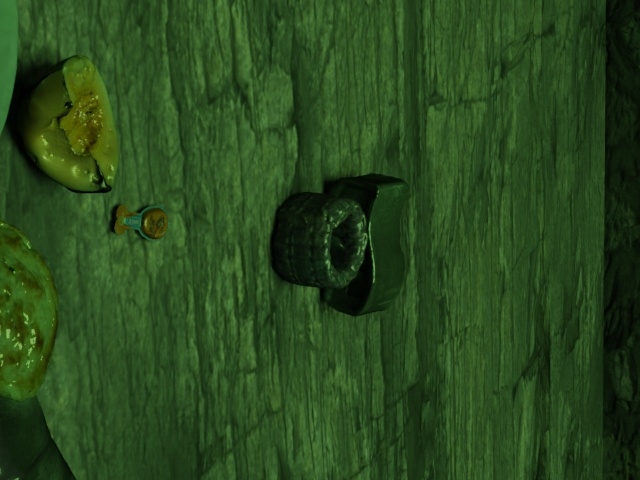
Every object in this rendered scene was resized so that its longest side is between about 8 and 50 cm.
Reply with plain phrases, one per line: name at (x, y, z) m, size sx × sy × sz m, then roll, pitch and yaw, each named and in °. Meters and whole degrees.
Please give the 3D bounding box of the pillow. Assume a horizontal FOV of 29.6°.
pillow at (-0.349, 0.226, 1.277) m, size 0.186 × 0.106 × 0.250 m, roll -51°, pitch 131°, yaw -51°

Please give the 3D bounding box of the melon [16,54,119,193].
melon at (-0.284, -0.137, 1.369) m, size 0.128 × 0.079 × 0.160 m, roll -75°, pitch 153°, yaw -52°

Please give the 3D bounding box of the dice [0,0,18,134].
dice at (-0.415, -0.161, 0.935) m, size 0.264 × 0.268 × 0.263 m, roll 12°, pitch 85°, yaw -59°

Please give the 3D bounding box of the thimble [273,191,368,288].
thimble at (0.001, 0.000, 1.853) m, size 0.150 × 0.097 × 0.150 m, roll -19°, pitch 112°, yaw -58°

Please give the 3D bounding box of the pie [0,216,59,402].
pie at (-0.361, 0.056, 1.205) m, size 0.248 × 0.090 × 0.201 m, roll 35°, pitch 39°, yaw -40°

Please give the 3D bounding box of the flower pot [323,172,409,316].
flower pot at (0.071, 0.007, 1.969) m, size 0.108 × 0.103 × 0.229 m, roll -8°, pitch 103°, yaw -59°

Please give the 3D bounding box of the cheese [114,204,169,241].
cheese at (-0.225, -0.023, 1.538) m, size 0.111 × 0.017 × 0.047 m, roll 5°, pitch 88°, yaw -60°
